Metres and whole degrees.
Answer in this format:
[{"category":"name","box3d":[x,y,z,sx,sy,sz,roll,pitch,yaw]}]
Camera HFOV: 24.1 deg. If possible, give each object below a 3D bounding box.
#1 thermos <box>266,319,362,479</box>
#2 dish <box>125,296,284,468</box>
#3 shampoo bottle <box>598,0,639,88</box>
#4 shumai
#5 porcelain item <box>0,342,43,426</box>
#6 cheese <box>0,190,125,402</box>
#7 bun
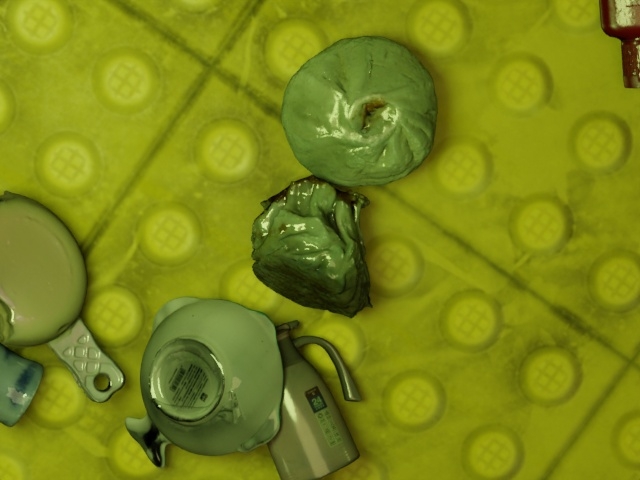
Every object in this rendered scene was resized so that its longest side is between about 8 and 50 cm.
[{"category":"thermos","box3d":[-0.021,0.199,1.898,0.137,0.105,0.193,-23,87,-19]},{"category":"dish","box3d":[-0.159,0.180,1.852,0.246,0.078,0.224,-45,73,15]},{"category":"shampoo bottle","box3d":[0.399,-0.348,1.853,0.118,0.076,0.314,-7,99,-4]},{"category":"shumai","box3d":[0.003,0.003,1.862,0.184,0.184,0.142,29,74,-7]},{"category":"porcelain item","box3d":[-0.472,0.134,1.838,0.259,0.141,0.141,29,95,-15]},{"category":"cheese","box3d":[-0.341,0.080,1.839,0.163,0.082,0.286,-38,100,-26]},{"category":"bun","box3d":[0.049,-0.156,1.838,0.195,0.118,0.195,0,100,-1]}]
